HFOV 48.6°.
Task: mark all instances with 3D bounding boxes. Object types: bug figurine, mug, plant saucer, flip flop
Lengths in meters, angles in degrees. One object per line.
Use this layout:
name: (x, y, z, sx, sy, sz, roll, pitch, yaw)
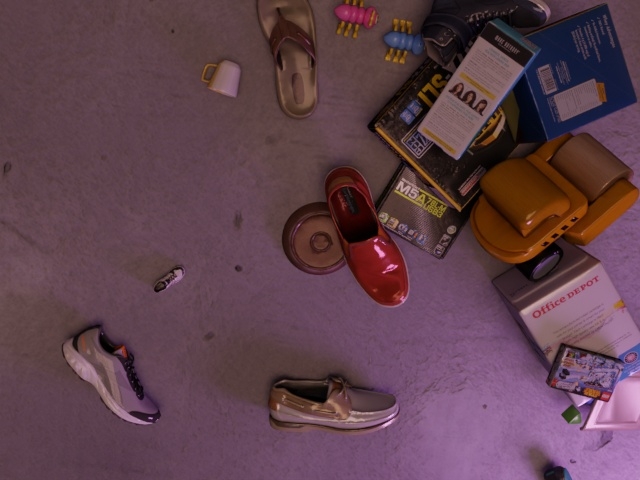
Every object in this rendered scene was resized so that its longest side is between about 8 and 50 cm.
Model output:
bug figurine: (0.137, -0.498, 1.407, 0.217, 0.072, 0.278, 6, 105, -5)
mug: (-0.198, -0.332, 1.436, 0.078, 0.062, 0.064, 18, 96, -15)
plant saucer: (0.000, 0.000, 1.557, 0.169, 0.029, 0.168, -1, 106, -5)
flip flop: (-0.059, -0.379, 1.421, 0.112, 0.080, 0.276, -8, 106, -2)

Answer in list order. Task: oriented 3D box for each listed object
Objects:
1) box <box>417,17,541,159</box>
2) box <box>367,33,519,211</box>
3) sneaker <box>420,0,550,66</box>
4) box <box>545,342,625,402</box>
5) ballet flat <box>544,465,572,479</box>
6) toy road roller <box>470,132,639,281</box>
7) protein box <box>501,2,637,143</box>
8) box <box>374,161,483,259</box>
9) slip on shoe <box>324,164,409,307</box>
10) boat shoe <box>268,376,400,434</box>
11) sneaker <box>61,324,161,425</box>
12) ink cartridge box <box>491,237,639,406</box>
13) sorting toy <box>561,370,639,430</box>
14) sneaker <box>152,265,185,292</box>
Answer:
box: (0.288, -0.276, 1.307, 0.101, 0.060, 0.244, 39, 125, 8)
box: (0.295, -0.264, 1.455, 0.257, 0.079, 0.322, 43, 89, -12)
sneaker: (0.298, -0.393, 1.328, 0.226, 0.086, 0.163, 19, 70, 28)
box: (0.548, 0.274, 1.466, 0.137, 0.027, 0.093, 16, 103, -8)
ballet flat: (0.615, 0.636, 1.761, 0.074, 0.074, 0.203, -34, 111, 5)
toy road roller: (0.454, -0.093, 1.423, 0.329, 0.240, 0.202, -41, 59, 4)
protein box: (0.461, -0.317, 1.370, 0.201, 0.136, 0.199, -24, 100, -9)
box: (0.232, -0.080, 1.543, 0.191, 0.045, 0.184, 30, 102, -12)
slip on shoe: (0.095, 0.004, 1.488, 0.123, 0.101, 0.331, -19, 108, 12)
boat shoe: (0.032, 0.371, 1.617, 0.303, 0.113, 0.103, -3, 111, -2)
sneaker: (-0.447, 0.303, 1.574, 0.108, 0.100, 0.271, -39, 104, 1)
ink cartridge box: (0.547, 0.172, 1.555, 0.198, 0.197, 0.270, -33, 106, 5)
sorting toy: (0.716, 0.370, 1.684, 0.348, 0.047, 0.195, 6, 116, -23)
sneaker: (-0.332, 0.089, 1.553, 0.083, 0.037, 0.032, -39, 103, 5)
